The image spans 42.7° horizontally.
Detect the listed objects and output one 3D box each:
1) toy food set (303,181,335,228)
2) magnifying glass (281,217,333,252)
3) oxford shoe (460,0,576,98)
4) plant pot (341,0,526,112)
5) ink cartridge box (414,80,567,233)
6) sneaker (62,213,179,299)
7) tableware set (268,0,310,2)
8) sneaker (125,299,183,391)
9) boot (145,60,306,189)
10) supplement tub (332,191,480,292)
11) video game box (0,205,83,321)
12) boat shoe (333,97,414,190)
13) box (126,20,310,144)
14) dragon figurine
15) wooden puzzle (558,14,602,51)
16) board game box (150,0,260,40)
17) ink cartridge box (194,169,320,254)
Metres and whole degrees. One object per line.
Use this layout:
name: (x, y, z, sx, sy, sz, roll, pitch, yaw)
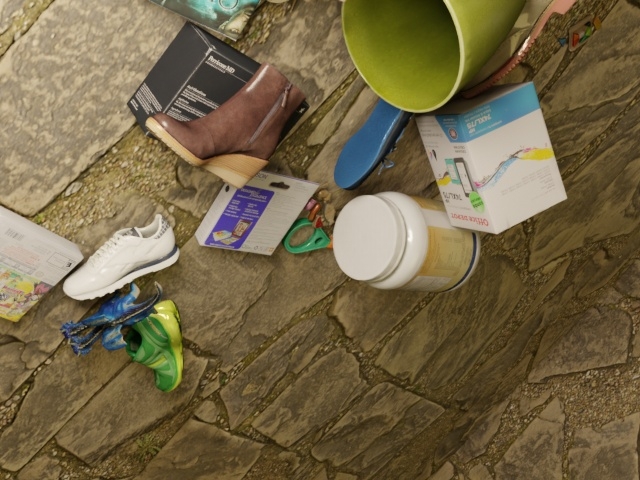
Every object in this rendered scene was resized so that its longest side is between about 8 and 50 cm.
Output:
toy food set: (-0.005, -0.075, 1.827, 0.078, 0.019, 0.122, -28, 137, -25)
magnifying glass: (0.000, 0.000, 1.923, 0.231, 0.026, 0.092, 12, 121, -49)
oxford shoe: (0.391, -0.465, 1.680, 0.146, 0.140, 0.397, 34, 124, -9)
plant pot: (0.238, -0.416, 1.486, 0.293, 0.275, 0.275, -34, 148, -31)
ink cartridge box: (0.370, -0.181, 1.785, 0.197, 0.198, 0.270, -26, 105, -17)
sneaker: (-0.392, 0.031, 1.579, 0.235, 0.090, 0.095, -29, 131, -18)
tableware set: (-0.061, -0.479, 1.313, 0.128, 0.039, 0.194, -4, 130, -24)
sneaker: (-0.368, 0.233, 1.819, 0.123, 0.109, 0.295, -4, 138, -9)
boot: (-0.152, -0.212, 1.351, 0.248, 0.090, 0.207, 28, 97, -51)
supplement tub: (0.204, 0.006, 1.930, 0.316, 0.228, 0.228, 7, 126, -45)
video game box: (-0.563, 0.045, 1.463, 0.187, 0.048, 0.205, -44, 144, 5)
boat shoe: (0.132, -0.207, 1.736, 0.089, 0.109, 0.258, 12, 124, -52)
box: (-0.174, -0.237, 1.435, 0.184, 0.103, 0.261, -47, 143, 17)
dragon figurine: (-0.403, 0.159, 1.601, 0.085, 0.289, 0.144, 56, 51, -19)
wooden puzzle: (0.611, -0.485, 1.916, 0.116, 0.014, 0.078, -39, 145, 2)
board game box: (-0.180, -0.402, 1.275, 0.186, 0.026, 0.126, 17, 119, -36)
ink cartridge box: (-0.131, -0.066, 1.714, 0.206, 0.045, 0.208, 10, 124, -46)
